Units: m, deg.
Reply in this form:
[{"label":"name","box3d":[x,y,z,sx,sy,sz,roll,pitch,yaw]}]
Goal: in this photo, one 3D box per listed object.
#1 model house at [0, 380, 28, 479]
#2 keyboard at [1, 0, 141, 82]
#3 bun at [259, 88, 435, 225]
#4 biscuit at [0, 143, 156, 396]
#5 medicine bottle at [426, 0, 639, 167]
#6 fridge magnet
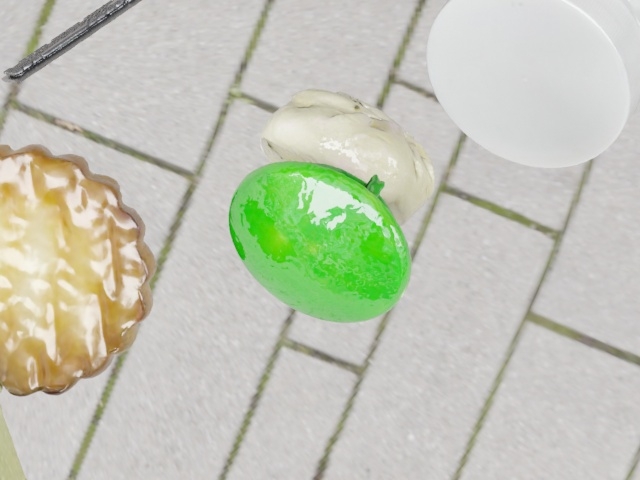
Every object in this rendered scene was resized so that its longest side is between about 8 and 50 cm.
[{"label":"model house","box3d":[-0.493,0.259,1.521,0.321,0.261,0.266,-9,105,8]},{"label":"keyboard","box3d":[-0.212,-0.205,1.323,0.196,0.074,0.015,-37,107,-14]},{"label":"bun","box3d":[0.036,-0.105,1.642,0.210,0.237,0.116,31,86,-12]},{"label":"biscuit","box3d":[-0.362,0.035,1.785,0.326,0.107,0.325,2,102,7]},{"label":"medicine bottle","box3d":[0.156,-0.153,0.755,0.131,0.131,0.250,51,48,-15]},{"label":"fridge magnet","box3d":[0.000,0.000,1.478,0.208,0.208,0.088,47,45,-15]}]
